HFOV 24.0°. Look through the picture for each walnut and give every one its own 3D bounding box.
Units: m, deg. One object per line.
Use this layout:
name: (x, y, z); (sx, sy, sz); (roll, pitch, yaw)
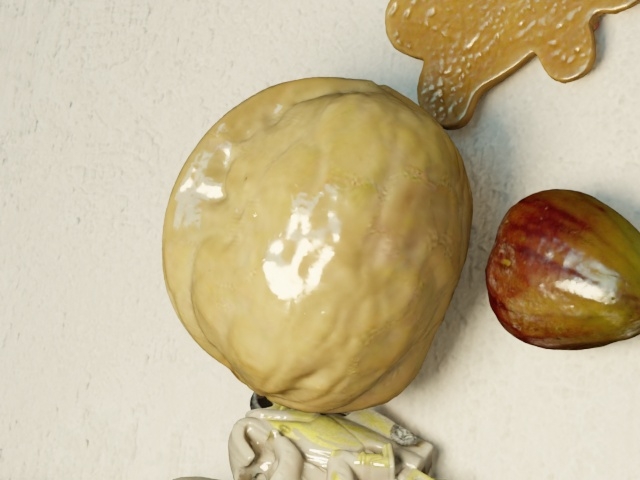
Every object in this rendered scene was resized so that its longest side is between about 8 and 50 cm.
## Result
walnut: (0.000, 0.000, 1.644); (0.381, 0.381, 0.381); (-8, 75, 31)

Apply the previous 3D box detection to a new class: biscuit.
biscuit: (0.242, -0.262, 1.711); (0.339, 0.047, 0.216); (-31, 67, 21)

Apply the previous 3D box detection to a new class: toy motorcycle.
toy motorcycle: (0.009, 0.263, 1.648); (0.340, 0.223, 0.108); (29, 131, 35)

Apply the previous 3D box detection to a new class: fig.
fig: (0.296, 0.041, 1.537); (0.274, 0.145, 0.170); (14, 87, 49)

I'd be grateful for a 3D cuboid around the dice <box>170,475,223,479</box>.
dice: (-0.118, 0.390, 1.705); (0.192, 0.194, 0.193); (31, 98, 35)
